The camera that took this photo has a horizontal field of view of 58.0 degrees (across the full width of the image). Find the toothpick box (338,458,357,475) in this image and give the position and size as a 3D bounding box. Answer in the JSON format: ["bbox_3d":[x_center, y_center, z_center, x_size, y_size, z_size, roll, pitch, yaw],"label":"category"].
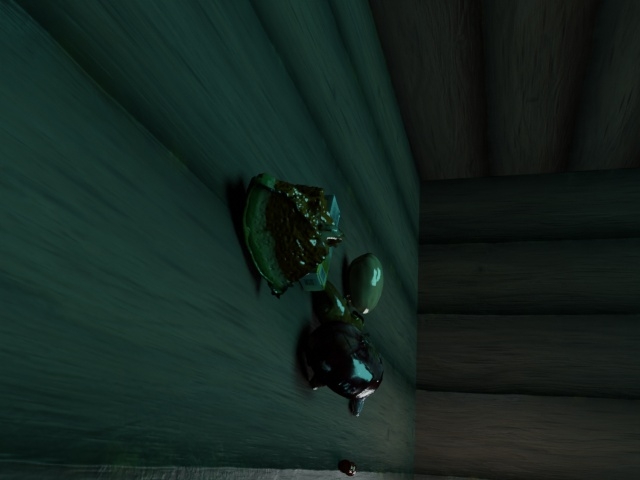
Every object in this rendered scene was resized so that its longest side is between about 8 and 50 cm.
[{"bbox_3d":[0.092,0.766,1.945,0.083,0.047,0.047,58,34,-58],"label":"toothpick box"}]

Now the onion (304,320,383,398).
[{"bbox_3d":[0.056,0.351,1.632,0.252,0.219,0.252,42,9,-9],"label":"onion"}]

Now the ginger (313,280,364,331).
[{"bbox_3d":[0.055,0.235,1.792,0.309,0.107,0.133,53,52,-56],"label":"ginger"}]

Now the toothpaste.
[{"bbox_3d":[0.000,0.000,1.692,0.089,0.071,0.312,68,26,-43],"label":"toothpaste"}]

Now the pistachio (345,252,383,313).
[{"bbox_3d":[0.159,0.150,2.076,0.144,0.144,0.215,-30,127,-71],"label":"pistachio"}]

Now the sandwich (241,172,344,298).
[{"bbox_3d":[-0.072,-0.032,1.267,0.109,0.212,0.292,-93,157,-57],"label":"sandwich"}]

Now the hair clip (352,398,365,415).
[{"bbox_3d":[0.148,0.489,2.121,0.173,0.069,0.300,-28,115,-71],"label":"hair clip"}]
